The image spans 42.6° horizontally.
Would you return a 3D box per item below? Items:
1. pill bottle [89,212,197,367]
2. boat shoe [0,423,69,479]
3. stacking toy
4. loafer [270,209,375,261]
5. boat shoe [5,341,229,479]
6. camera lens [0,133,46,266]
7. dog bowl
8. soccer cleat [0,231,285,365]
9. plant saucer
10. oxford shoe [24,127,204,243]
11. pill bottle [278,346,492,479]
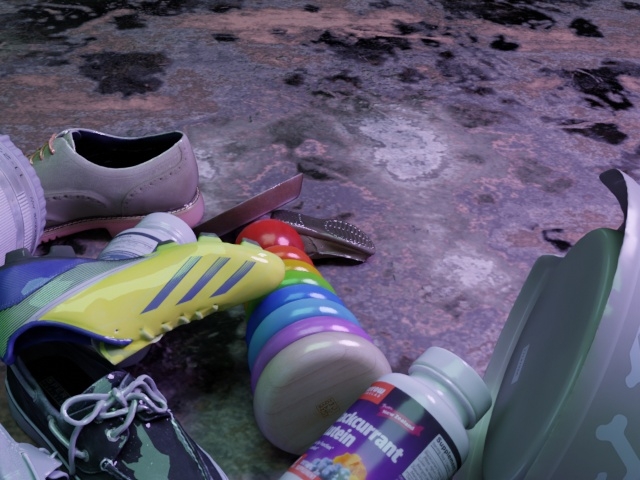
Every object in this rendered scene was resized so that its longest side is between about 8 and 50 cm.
[{"bbox_3d":[-0.211,0.049,0.944,0.107,0.108,0.180,11,36,10],"label":"pill bottle"},{"bbox_3d":[-0.262,0.228,0.725,0.081,0.079,0.227,-13,44,-33],"label":"boat shoe"},{"bbox_3d":[-0.037,0.080,0.915,0.141,0.141,0.330,-7,30,-15],"label":"stacking toy"},{"bbox_3d":[0.000,0.000,1.086,0.148,0.050,0.056,17,29,-8],"label":"loafer"},{"bbox_3d":[-0.196,0.171,0.776,0.113,0.105,0.306,-27,46,-36],"label":"boat shoe"},{"bbox_3d":[-0.439,-0.005,0.862,0.219,0.220,0.274,7,19,4],"label":"camera lens"},{"bbox_3d":[0.225,0.116,0.709,0.102,0.349,0.349,24,38,5],"label":"dog bowl"},{"bbox_3d":[-0.172,0.064,0.801,0.289,0.093,0.121,-4,62,-17],"label":"soccer cleat"},{"bbox_3d":[-0.093,-0.040,1.080,0.168,0.029,0.168,-27,5,3],"label":"plant saucer"},{"bbox_3d":[-0.357,-0.084,1.080,0.396,0.147,0.140,-6,39,-10],"label":"oxford shoe"},{"bbox_3d":[0.063,0.188,0.732,0.108,0.108,0.193,32,62,34],"label":"pill bottle"}]
